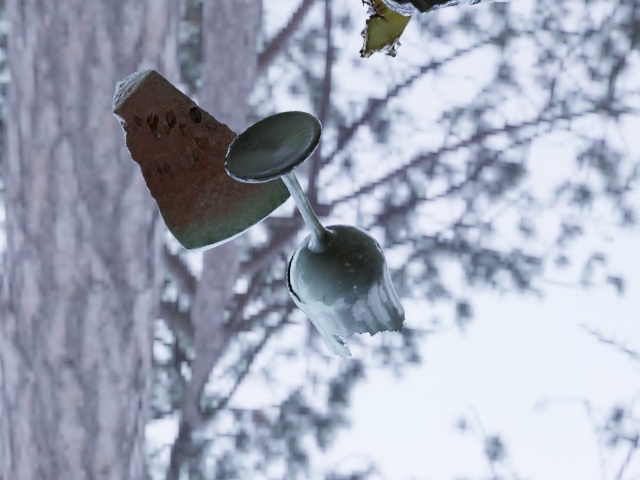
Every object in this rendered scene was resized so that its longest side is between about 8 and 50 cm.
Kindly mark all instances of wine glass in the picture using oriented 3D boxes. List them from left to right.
[{"bbox_3d":[0.000,0.000,1.271,0.079,0.195,0.079,-17,-142,14],"label":"wine glass"}]

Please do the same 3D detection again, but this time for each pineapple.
[{"bbox_3d":[0.070,-0.216,1.589,0.077,0.114,0.114,8,-111,27],"label":"pineapple"}]

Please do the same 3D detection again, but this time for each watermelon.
[{"bbox_3d":[-0.166,-0.100,2.012,0.154,0.094,0.241,-34,-94,-27],"label":"watermelon"}]

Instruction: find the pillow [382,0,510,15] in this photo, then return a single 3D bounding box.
[{"bbox_3d":[0.015,-0.166,0.599,0.141,0.055,0.208,-18,-110,-39],"label":"pillow"}]
